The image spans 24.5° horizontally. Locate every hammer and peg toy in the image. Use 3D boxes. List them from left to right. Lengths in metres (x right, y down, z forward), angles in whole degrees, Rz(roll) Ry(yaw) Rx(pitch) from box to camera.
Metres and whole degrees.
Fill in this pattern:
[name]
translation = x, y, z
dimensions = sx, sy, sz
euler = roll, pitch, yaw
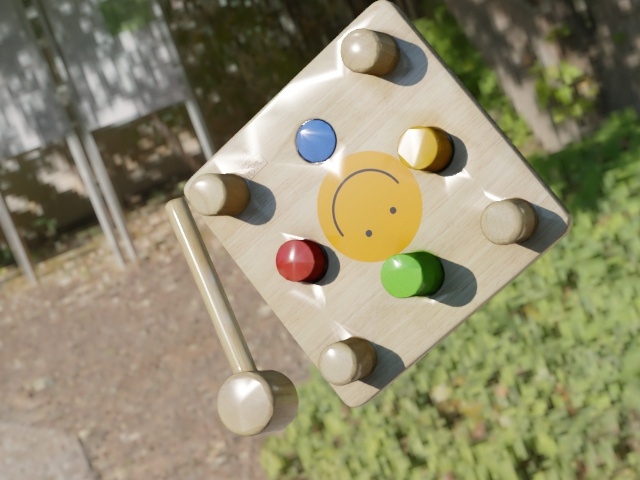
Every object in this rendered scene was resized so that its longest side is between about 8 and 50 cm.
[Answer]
[hammer and peg toy]
translation = 0.000, 0.000, 1.262
dimensions = 0.361, 0.266, 0.127
euler = -41, -12, 18
